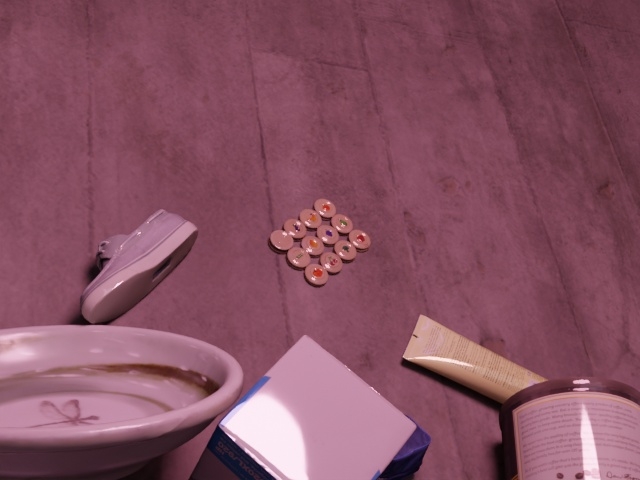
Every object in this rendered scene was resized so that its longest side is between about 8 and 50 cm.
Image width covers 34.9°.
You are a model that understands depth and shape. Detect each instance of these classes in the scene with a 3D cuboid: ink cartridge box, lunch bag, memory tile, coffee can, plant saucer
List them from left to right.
[{"bbox_3d":[-0.285,0.186,1.110,0.401,0.400,0.100,-2,100,-27],"label":"plant saucer"},{"bbox_3d":[-0.037,0.265,1.174,0.168,0.232,0.171,38,48,9],"label":"ink cartridge box"},{"bbox_3d":[0.000,0.000,1.546,0.113,0.012,0.148,43,49,11],"label":"memory tile"},{"bbox_3d":[0.089,0.280,1.334,0.098,0.065,0.067,-14,41,-36],"label":"lunch bag"},{"bbox_3d":[0.340,0.344,1.313,0.202,0.201,0.275,15,50,-14],"label":"coffee can"}]

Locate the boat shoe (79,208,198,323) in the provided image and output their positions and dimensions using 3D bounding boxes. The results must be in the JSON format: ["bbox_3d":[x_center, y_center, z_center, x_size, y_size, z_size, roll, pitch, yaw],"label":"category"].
[{"bbox_3d":[-0.258,0.029,1.365,0.081,0.079,0.227,33,42,11],"label":"boat shoe"}]

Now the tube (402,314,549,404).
[{"bbox_3d":[0.241,0.191,1.488,0.240,0.062,0.070,26,4,2],"label":"tube"}]
